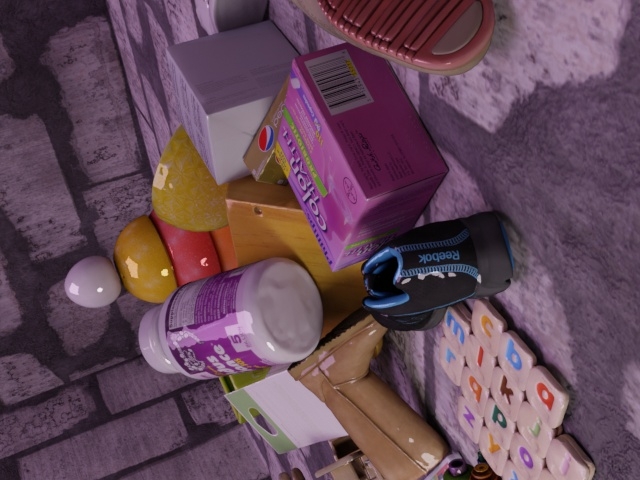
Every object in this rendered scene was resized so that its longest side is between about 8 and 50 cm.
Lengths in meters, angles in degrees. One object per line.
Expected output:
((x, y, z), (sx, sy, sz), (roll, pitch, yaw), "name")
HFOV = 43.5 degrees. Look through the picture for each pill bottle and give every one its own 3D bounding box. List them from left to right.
((-0.157, 0.138, 1.317), (0.301, 0.169, 0.169), (-18, 93, 38), "pill bottle")

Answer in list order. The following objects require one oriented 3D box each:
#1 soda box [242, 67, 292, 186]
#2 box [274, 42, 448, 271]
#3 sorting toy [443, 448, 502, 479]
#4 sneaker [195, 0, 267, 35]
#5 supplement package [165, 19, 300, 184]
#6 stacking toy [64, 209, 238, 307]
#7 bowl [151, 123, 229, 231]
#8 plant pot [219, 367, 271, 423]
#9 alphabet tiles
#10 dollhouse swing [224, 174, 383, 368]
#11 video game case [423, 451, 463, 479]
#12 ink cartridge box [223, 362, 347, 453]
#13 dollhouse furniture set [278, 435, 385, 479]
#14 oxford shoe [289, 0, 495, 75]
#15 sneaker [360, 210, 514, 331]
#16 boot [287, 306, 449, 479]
((-0.047, -0.174, 1.234), (0.181, 0.061, 0.058), (-59, 45, 26), "soda box")
((0.042, -0.109, 1.085), (0.213, 0.117, 0.243), (64, 163, 17), "box")
((0.217, 0.325, 1.142), (0.102, 0.061, 0.042), (5, 115, 55), "sorting toy")
((-0.170, -0.426, 1.397), (0.169, 0.108, 0.292), (59, 162, 23), "sneaker")
((-0.126, -0.232, 1.330), (0.149, 0.194, 0.203), (89, 155, -46), "supplement package")
((-0.353, 0.031, 1.857), (0.350, 0.480, 0.350), (160, 90, -74), "stacking toy")
((-0.185, -0.125, 1.608), (0.156, 0.289, 0.289), (31, 149, 18), "bowl")
((-0.156, 0.290, 2.018), (0.227, 0.207, 0.228), (59, 160, 29), "plant pot")
((0.236, 0.211, 1.015), (0.284, 0.021, 0.278), (55, 159, 40), "alphabet tiles")
((0.000, 0.000, 1.448), (0.315, 0.305, 0.347), (9, 128, 23), "dollhouse swing")
((0.234, 0.480, 1.332), (0.204, 0.025, 0.285), (62, 162, 23), "video game case")
((-0.040, 0.294, 1.457), (0.235, 0.056, 0.171), (-26, 110, 41), "ink cartridge box")
((0.045, 0.392, 1.514), (0.161, 0.212, 0.242), (63, -171, 15), "dollhouse furniture set")
((0.060, -0.276, 0.884), (0.397, 0.140, 0.146), (49, -175, 39), "oxford shoe")
((0.104, 0.042, 1.001), (0.341, 0.140, 0.125), (127, 134, -68), "sneaker")
((0.108, 0.245, 1.284), (0.269, 0.089, 0.236), (47, 128, -3), "boot")
